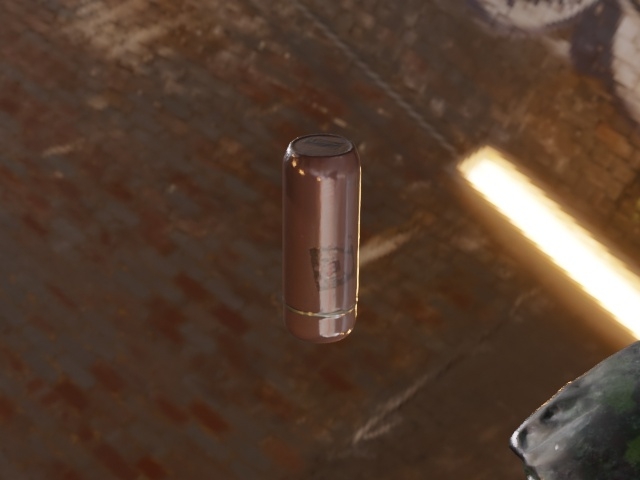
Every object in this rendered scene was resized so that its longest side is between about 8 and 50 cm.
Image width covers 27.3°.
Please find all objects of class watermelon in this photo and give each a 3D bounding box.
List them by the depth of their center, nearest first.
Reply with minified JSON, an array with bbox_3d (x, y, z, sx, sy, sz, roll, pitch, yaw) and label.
[{"bbox_3d":[0.216,0.136,0.609,0.202,0.136,0.207,21,-145,-34],"label":"watermelon"}]

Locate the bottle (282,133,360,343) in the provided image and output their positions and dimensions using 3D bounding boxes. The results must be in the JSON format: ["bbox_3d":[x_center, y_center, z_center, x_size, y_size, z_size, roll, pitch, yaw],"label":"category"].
[{"bbox_3d":[0.000,0.000,0.898,0.053,0.140,0.053,1,-155,0],"label":"bottle"}]
